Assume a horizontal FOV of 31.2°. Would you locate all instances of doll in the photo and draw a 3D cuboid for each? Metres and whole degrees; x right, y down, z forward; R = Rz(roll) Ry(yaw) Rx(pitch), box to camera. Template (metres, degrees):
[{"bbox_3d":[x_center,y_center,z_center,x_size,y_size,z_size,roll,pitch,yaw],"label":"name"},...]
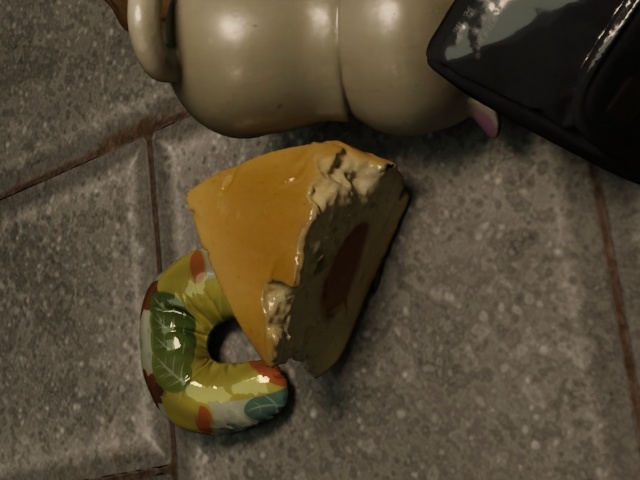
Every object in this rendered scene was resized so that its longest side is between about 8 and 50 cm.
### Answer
[{"bbox_3d":[0.003,-0.211,1.219,0.370,0.226,0.215,0,105,6],"label":"doll"}]

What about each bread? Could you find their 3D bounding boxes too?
[{"bbox_3d":[0.007,0.007,1.245,0.211,0.184,0.224,-30,67,27],"label":"bread"}]

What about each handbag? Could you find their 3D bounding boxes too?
[{"bbox_3d":[0.275,-0.206,0.994,0.275,0.178,0.301,35,107,6],"label":"handbag"}]

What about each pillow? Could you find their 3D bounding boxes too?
[{"bbox_3d":[-0.131,0.122,1.412,0.214,0.086,0.233,-8,75,28],"label":"pillow"}]

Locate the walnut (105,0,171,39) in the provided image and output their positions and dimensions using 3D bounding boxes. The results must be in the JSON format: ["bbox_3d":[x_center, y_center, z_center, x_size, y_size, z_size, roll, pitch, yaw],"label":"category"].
[{"bbox_3d":[-0.183,-0.381,1.431,0.273,0.273,0.227,-18,36,37],"label":"walnut"}]
